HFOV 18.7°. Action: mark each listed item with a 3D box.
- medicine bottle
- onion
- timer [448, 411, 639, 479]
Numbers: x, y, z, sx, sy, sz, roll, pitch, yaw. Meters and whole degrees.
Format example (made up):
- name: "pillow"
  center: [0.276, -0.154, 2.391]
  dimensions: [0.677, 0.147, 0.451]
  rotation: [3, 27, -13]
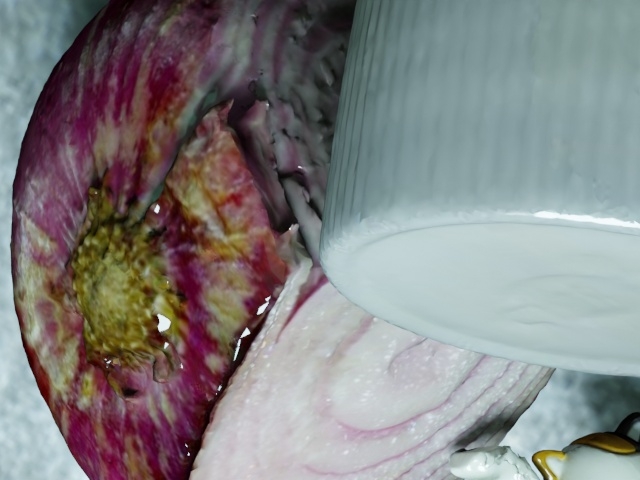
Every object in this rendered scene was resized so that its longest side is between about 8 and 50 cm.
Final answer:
- name: "medicine bottle"
  center: [0.119, -0.157, 0.715]
  dimensions: [0.224, 0.224, 0.384]
  rotation: [5, 73, 12]
- name: "onion"
  center: [-0.027, -0.001, 0.867]
  dimensions: [0.256, 0.272, 0.230]
  rotation: [-46, 63, 11]
- name: "timer"
  center: [0.153, 0.202, 0.893]
  dimensions: [0.175, 0.175, 0.266]
  rotation: [-17, 91, 16]
